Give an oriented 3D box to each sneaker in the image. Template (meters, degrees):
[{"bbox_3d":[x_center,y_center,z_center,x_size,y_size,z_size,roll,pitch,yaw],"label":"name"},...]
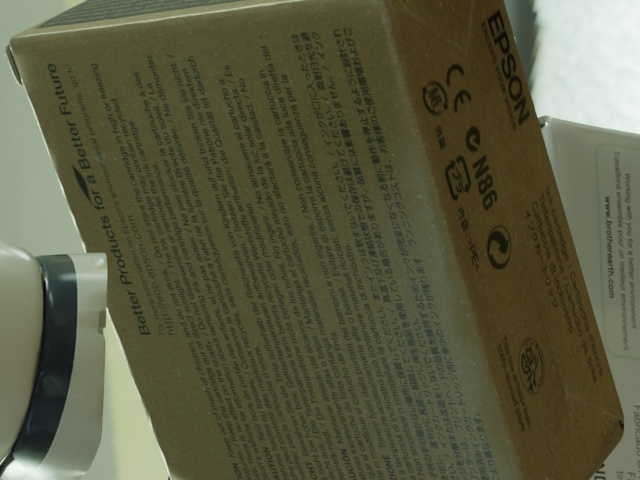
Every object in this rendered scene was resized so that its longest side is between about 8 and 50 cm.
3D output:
[{"bbox_3d":[-0.144,0.065,0.625,0.095,0.090,0.235,8,-36,-24],"label":"sneaker"}]

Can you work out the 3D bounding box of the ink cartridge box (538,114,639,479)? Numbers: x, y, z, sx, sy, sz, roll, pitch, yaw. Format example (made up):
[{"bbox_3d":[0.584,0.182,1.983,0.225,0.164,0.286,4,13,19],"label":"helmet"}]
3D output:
[{"bbox_3d":[0.264,0.108,1.053,0.151,0.395,0.270,139,134,-61],"label":"ink cartridge box"}]

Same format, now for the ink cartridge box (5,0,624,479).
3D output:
[{"bbox_3d":[0.000,0.000,0.811,0.088,0.193,0.234,-41,-60,-45],"label":"ink cartridge box"}]
